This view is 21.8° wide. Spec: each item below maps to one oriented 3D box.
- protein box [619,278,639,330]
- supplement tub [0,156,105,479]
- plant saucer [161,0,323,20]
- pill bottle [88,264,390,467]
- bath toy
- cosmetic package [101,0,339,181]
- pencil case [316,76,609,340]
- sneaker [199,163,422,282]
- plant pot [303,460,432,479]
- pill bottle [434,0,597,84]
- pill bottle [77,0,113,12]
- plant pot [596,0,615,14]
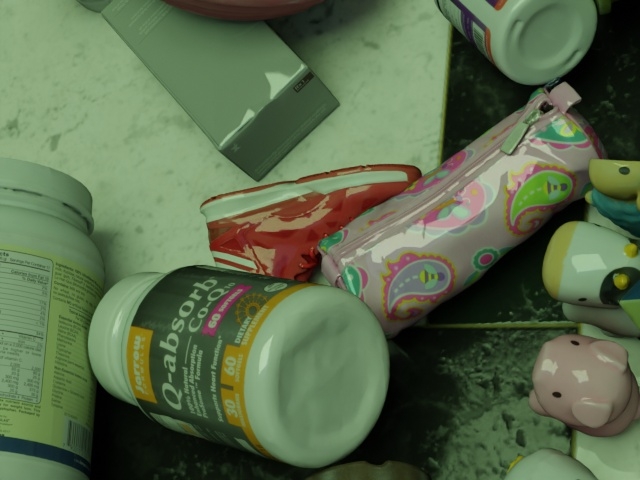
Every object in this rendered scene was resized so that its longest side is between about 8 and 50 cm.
[{"bbox_3d":[0.389,0.029,1.313,0.200,0.136,0.201,-45,14,-21],"label":"protein box"},{"bbox_3d":[-0.334,0.103,1.629,0.235,0.235,0.324,-7,68,21],"label":"supplement tub"},{"bbox_3d":[-0.091,-0.334,1.696,0.332,0.084,0.332,6,46,-7],"label":"plant saucer"},{"bbox_3d":[-0.082,0.107,1.526,0.278,0.162,0.162,7,73,47],"label":"pill bottle"},{"bbox_3d":[0.238,0.107,1.418,0.129,0.151,0.348,1,72,58],"label":"bath toy"},{"bbox_3d":[-0.105,-0.189,1.717,0.127,0.107,0.238,-42,63,4],"label":"cosmetic package"},{"bbox_3d":[0.135,-0.028,1.537,0.284,0.124,0.124,-36,61,6],"label":"pencil case"},{"bbox_3d":[0.000,0.000,1.629,0.221,0.087,0.128,-11,89,13],"label":"sneaker"},{"bbox_3d":[0.046,0.289,1.446,0.167,0.167,0.165,-16,58,18],"label":"plant pot"},{"bbox_3d":[0.172,-0.238,1.591,0.108,0.108,0.193,-41,41,5],"label":"pill bottle"},{"bbox_3d":[-0.272,-0.334,1.779,0.119,0.208,0.119,-8,67,21],"label":"pill bottle"},{"bbox_3d":[0.361,-0.361,1.508,0.254,0.276,0.276,-8,68,8],"label":"plant pot"}]
